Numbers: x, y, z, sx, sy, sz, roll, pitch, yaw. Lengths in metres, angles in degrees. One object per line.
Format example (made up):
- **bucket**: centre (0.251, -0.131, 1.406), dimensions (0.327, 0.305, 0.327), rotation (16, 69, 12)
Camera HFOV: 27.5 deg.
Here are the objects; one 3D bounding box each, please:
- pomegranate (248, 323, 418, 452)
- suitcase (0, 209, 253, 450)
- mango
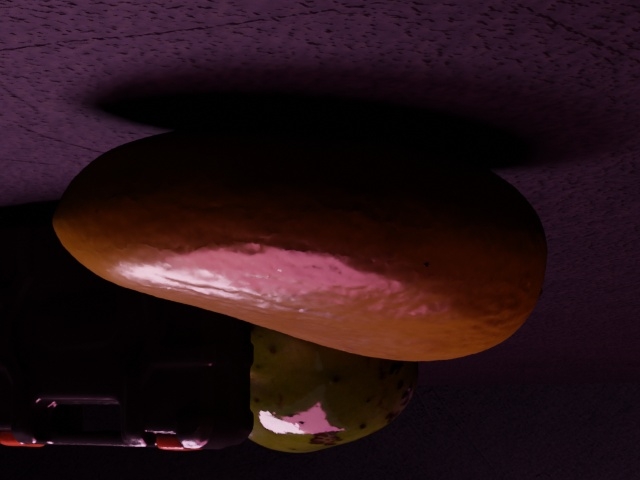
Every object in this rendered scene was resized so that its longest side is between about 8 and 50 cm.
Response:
- **pomegranate**: centre (0.010, 0.067, 1.161), dimensions (0.248, 0.214, 0.214), rotation (-34, -166, -36)
- **suitcase**: centre (-0.182, 0.070, 1.090), dimensions (0.285, 0.206, 0.066), rotation (-4, 172, 34)
- **mango**: centre (0.007, -0.001, 0.857), dimensions (0.331, 0.142, 0.195), rotation (11, 162, -32)
